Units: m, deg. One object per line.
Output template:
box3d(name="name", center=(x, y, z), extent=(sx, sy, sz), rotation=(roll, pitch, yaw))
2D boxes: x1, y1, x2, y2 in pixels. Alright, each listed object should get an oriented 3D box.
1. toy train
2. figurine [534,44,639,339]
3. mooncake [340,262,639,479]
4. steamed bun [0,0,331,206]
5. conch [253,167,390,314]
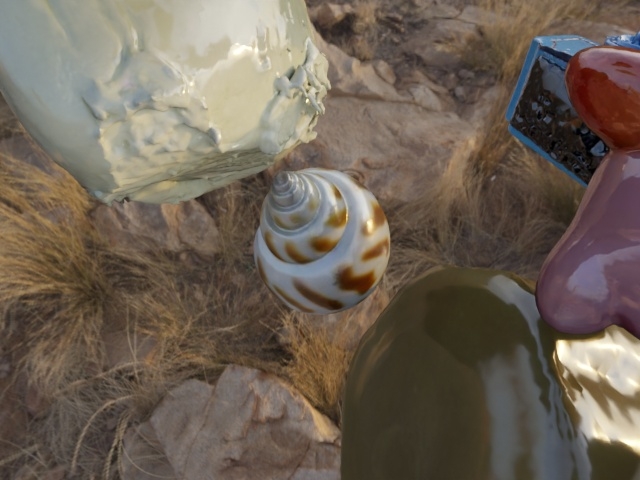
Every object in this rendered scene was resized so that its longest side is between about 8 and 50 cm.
box3d(name="toy train", center=(0.456, -0.191, 0.703), extent=(0.265, 0.187, 0.300), rotation=(-11, 43, -20))
box3d(name="figurine", center=(0.343, -0.020, 0.404), extent=(0.270, 0.261, 0.211), rotation=(8, 7, -34))
box3d(name="mooncake", center=(0.224, 0.263, 0.641), extent=(0.263, 0.467, 0.466), rotation=(22, 49, -22))
box3d(name="steamed bun", center=(-0.129, -0.201, 0.429), extent=(0.233, 0.311, 0.334), rotation=(-20, 10, 3))
box3d(name="conch", center=(0.000, 0.000, 0.602), extent=(0.183, 0.275, 0.149), rotation=(-45, 37, -9))
